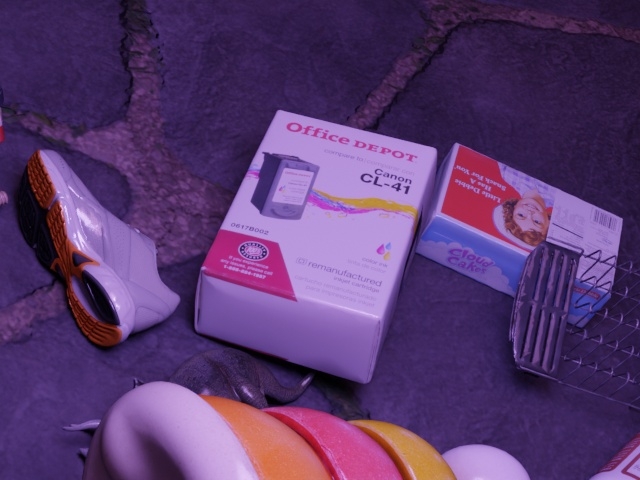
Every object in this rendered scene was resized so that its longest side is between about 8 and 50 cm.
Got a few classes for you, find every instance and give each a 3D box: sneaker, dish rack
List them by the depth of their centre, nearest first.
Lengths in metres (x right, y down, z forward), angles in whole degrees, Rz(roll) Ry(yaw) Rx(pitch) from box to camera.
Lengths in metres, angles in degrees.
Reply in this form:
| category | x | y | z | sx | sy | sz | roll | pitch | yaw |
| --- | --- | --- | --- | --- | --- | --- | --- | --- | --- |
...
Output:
| category | x | y | z | sx | sy | sz | roll | pitch | yaw |
| --- | --- | --- | --- | --- | --- | --- | --- | --- | --- |
| sneaker | -0.263 | 0.002 | 1.694 | 0.121 | 0.099 | 0.262 | -15 | 68 | -42 |
| dish rack | 0.380 | 0.109 | 1.826 | 0.272 | 0.074 | 0.208 | 19 | 66 | -10 |

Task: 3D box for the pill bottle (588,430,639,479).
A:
| category | x | y | z | sx | sy | sz | roll | pitch | yaw |
| --- | --- | --- | --- | --- | --- | --- | --- | --- | --- |
| pill bottle | 0.388 | 0.313 | 1.722 | 0.121 | 0.121 | 0.216 | 46 | 49 | 15 |

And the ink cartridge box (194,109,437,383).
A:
| category | x | y | z | sx | sy | sz | roll | pitch | yaw |
| --- | --- | --- | --- | --- | --- | --- | --- | --- | --- |
| ink cartridge box | 0.000 | 0.000 | 1.754 | 0.226 | 0.131 | 0.306 | 15 | 48 | 7 |

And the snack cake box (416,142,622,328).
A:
| category | x | y | z | sx | sy | sz | roll | pitch | yaw |
| --- | --- | --- | --- | --- | --- | --- | --- | --- | --- |
| snack cake box | 0.271 | -0.007 | 1.948 | 0.264 | 0.089 | 0.152 | 25 | 49 | -5 |

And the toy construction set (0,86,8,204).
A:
| category | x | y | z | sx | sy | sz | roll | pitch | yaw |
| --- | --- | --- | --- | --- | --- | --- | --- | --- | --- |
| toy construction set | -0.503 | -0.188 | 1.599 | 0.237 | 0.308 | 0.257 | -19 | 55 | -30 |

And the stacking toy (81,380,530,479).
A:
| category | x | y | z | sx | sy | sz | roll | pitch | yaw |
| --- | --- | --- | --- | --- | --- | --- | --- | --- | --- |
| stacking toy | 0.030 | 0.283 | 1.432 | 0.480 | 0.350 | 0.350 | -8 | 57 | -34 |

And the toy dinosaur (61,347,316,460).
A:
| category | x | y | z | sx | sy | sz | roll | pitch | yaw |
| --- | --- | --- | --- | --- | --- | --- | --- | --- | --- |
| toy dinosaur | -0.112 | 0.181 | 1.592 | 0.314 | 0.121 | 0.160 | -31 | 77 | -37 |
